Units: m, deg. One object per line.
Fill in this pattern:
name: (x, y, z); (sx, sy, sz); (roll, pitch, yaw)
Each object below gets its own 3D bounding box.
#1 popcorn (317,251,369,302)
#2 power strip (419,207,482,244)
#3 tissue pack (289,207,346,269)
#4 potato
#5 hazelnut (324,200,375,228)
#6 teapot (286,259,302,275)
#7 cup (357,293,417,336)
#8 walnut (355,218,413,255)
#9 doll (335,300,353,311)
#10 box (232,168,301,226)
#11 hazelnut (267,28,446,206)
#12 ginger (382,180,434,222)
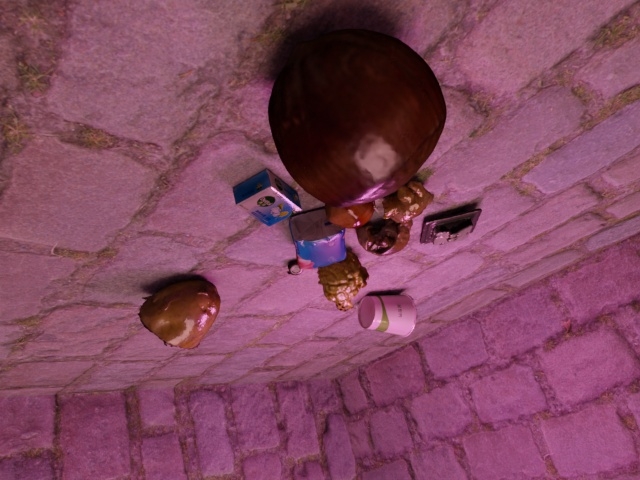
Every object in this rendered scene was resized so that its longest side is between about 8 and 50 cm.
popcorn: (0.112, 0.163, 2.094); (0.251, 0.206, 0.237); (-17, 140, -23)
power strip: (0.580, -0.040, 2.067); (0.251, 0.092, 0.257); (-20, 156, 0)
tissue pack: (0.000, 0.000, 1.783); (0.209, 0.137, 0.270); (-15, 152, -5)
potato: (-0.547, 0.268, 1.921); (0.237, 0.301, 0.289); (-45, 179, 12)
hazelnut: (0.096, -0.127, 1.585); (0.182, 0.182, 0.182); (-12, 153, -7)
teapot: (-0.108, 0.114, 2.043); (0.100, 0.045, 0.068); (-40, 126, 8)
cup: (0.374, 0.421, 2.672); (0.274, 0.253, 0.253); (8, 145, -27)
walnut: (0.277, -0.006, 1.923); (0.238, 0.141, 0.204); (-17, 157, 8)
doll: (0.124, 0.306, 2.477); (0.117, 0.086, 0.291); (13, 152, 8)
box: (-0.170, -0.133, 1.514); (0.139, 0.073, 0.194); (-25, 151, 19)
hazelnut: (0.075, -0.281, 1.092); (0.421, 0.353, 0.421); (10, 147, 7)
ginger: (0.318, -0.132, 1.744); (0.157, 0.102, 0.216); (21, 136, -39)
